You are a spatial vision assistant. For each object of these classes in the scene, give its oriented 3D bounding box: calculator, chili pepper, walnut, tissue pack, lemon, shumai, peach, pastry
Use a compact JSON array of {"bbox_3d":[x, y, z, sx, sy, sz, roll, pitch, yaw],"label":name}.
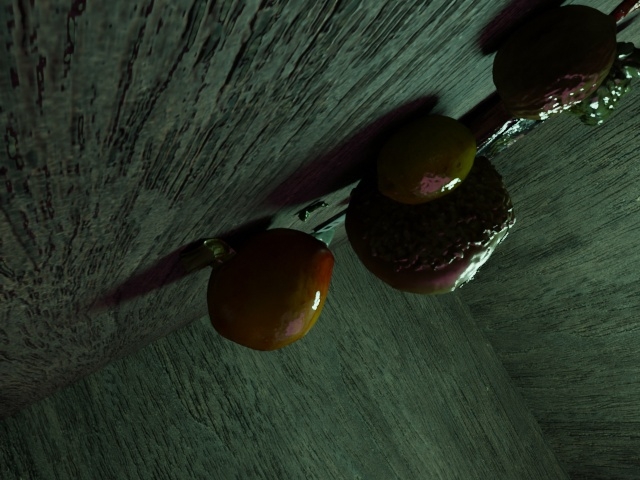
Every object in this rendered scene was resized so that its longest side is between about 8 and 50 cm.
[{"bbox_3d":[0.099,-0.099,1.685,0.262,0.021,0.161,-32,174,18],"label":"calculator"},{"bbox_3d":[-0.023,-0.081,1.176,0.091,0.034,0.030,-32,-152,15],"label":"chili pepper"},{"bbox_3d":[0.364,-0.279,0.694,0.184,0.155,0.155,-32,175,28],"label":"walnut"},{"bbox_3d":[0.466,-0.299,1.246,0.245,0.123,0.332,-19,166,-37],"label":"tissue pack"},{"bbox_3d":[0.207,-0.159,0.889,0.207,0.170,0.170,-28,175,-14],"label":"lemon"},{"bbox_3d":[0.627,-0.473,0.904,0.045,0.027,0.178,-25,174,-5],"label":"chili pepper"},{"bbox_3d":[0.750,-0.451,1.217,0.218,0.189,0.256,-50,152,19],"label":"shumai"},{"bbox_3d":[-0.124,0.107,1.099,0.308,0.289,0.289,-52,164,28],"label":"peach"},{"bbox_3d":[0.255,-0.068,1.072,0.410,0.409,0.245,-29,146,-5],"label":"pastry"}]

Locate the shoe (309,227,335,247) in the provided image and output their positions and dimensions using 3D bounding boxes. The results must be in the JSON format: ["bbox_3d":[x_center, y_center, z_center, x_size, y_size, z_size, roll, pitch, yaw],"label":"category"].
[{"bbox_3d":[0.000,0.000,1.803,0.079,0.078,0.195,-34,169,36],"label":"shoe"}]

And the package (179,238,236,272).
[{"bbox_3d":[-0.237,0.030,0.945,0.071,0.047,0.131,-33,176,10],"label":"package"}]
